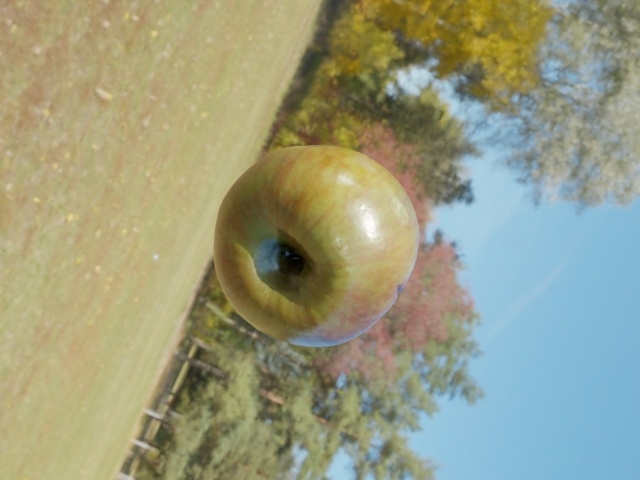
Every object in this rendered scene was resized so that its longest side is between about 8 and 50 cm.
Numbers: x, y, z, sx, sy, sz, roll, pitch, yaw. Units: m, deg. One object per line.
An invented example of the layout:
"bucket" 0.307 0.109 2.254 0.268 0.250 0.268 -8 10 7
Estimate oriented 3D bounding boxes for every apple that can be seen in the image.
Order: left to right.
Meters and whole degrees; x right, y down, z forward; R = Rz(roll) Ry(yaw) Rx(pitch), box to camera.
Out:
"apple" 0.000 0.000 1.147 0.264 0.264 0.264 -155 -90 -86
